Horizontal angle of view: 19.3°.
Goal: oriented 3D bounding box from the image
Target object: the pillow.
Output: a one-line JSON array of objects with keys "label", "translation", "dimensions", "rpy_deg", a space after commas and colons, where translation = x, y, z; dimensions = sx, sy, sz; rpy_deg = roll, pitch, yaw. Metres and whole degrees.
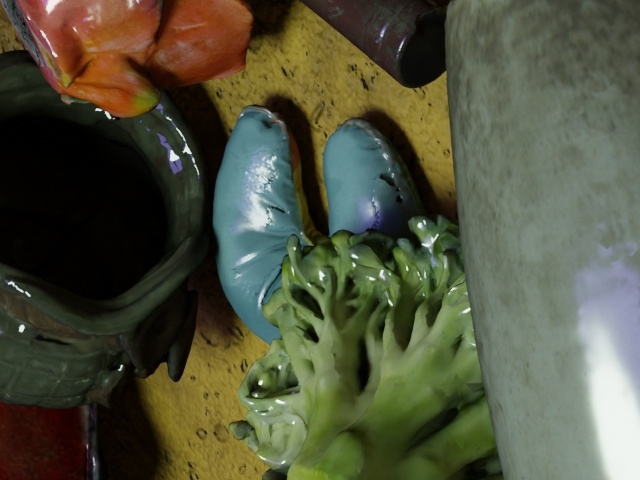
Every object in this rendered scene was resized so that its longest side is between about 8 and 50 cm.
[{"label": "pillow", "translation": [0.000, 0.000, 1.526], "dimensions": [0.233, 0.086, 0.214], "rpy_deg": [10, 109, 48]}]

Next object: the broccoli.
[{"label": "broccoli", "translation": [0.082, 0.146, 1.360], "dimensions": [0.324, 0.272, 0.334], "rpy_deg": [20, 120, 63]}]

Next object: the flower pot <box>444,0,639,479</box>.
[{"label": "flower pot", "translation": [0.215, -0.009, 1.079], "dimensions": [0.293, 0.293, 0.330], "rpy_deg": [-14, 89, 54]}]

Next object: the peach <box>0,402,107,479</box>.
[{"label": "peach", "translation": [-0.370, 0.215, 1.923], "dimensions": [0.416, 0.353, 0.339], "rpy_deg": [34, 143, 14]}]

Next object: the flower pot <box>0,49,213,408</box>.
[{"label": "flower pot", "translation": [-0.221, 0.001, 1.631], "dimensions": [0.302, 0.302, 0.213], "rpy_deg": [57, 144, 16]}]

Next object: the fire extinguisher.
[{"label": "fire extinguisher", "translation": [0.005, -0.222, 1.426], "dimensions": [0.267, 0.072, 0.089], "rpy_deg": [43, 102, 32]}]

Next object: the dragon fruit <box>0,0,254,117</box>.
[{"label": "dragon fruit", "translation": [-0.181, -0.229, 1.500], "dimensions": [0.290, 0.189, 0.291], "rpy_deg": [159, 90, -80]}]
